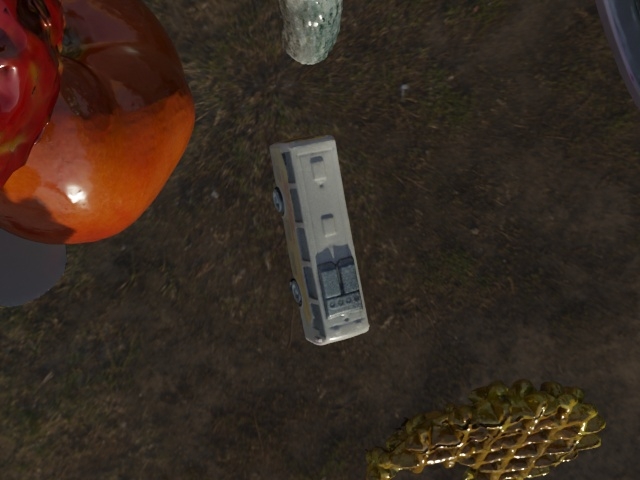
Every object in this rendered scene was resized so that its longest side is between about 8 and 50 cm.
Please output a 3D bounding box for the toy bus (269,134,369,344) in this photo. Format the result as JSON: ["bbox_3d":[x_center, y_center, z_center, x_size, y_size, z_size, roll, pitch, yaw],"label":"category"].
[{"bbox_3d":[0.000,0.000,1.179,0.097,0.138,0.343,-14,98,-20],"label":"toy bus"}]

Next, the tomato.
[{"bbox_3d":[-0.229,-0.114,0.589,0.259,0.260,0.180,34,133,-10],"label":"tomato"}]

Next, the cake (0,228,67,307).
[{"bbox_3d":[-0.534,-0.001,1.233,0.207,0.178,0.185,-36,122,-1],"label":"cake"}]

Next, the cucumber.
[{"bbox_3d":[-0.010,-0.217,0.664,0.064,0.112,0.064,0,61,1],"label":"cucumber"}]

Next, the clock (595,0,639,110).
[{"bbox_3d":[0.357,-0.206,0.637,0.102,0.338,0.339,-26,102,6],"label":"clock"}]

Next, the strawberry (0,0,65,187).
[{"bbox_3d":[-0.213,-0.095,0.356,0.178,0.234,0.234,32,98,2],"label":"strawberry"}]

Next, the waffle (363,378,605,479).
[{"bbox_3d":[0.222,0.249,0.923,0.293,0.069,0.259,22,131,-39],"label":"waffle"}]
